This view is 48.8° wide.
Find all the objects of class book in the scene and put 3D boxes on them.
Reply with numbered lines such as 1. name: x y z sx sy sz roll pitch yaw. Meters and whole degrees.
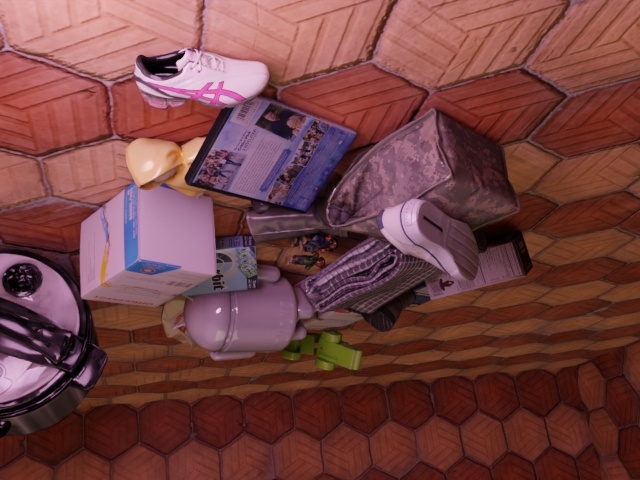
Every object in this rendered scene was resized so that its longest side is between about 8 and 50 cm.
1. book: -0.054 0.166 1.959 0.035 0.096 0.144 4 157 -33

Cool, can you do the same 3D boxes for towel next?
1. towel: 0.130 0.080 1.662 0.283 0.121 0.235 -34 163 31

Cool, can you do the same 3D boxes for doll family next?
1. doll family: 0.000 0.000 1.590 0.111 0.076 0.193 8 152 -23

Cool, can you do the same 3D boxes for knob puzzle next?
1. knob puzzle: -0.350 0.188 1.912 0.213 0.030 0.213 -15 126 -21

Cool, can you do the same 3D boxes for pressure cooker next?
1. pressure cooker: -0.681 0.216 1.530 0.369 0.376 0.420 -18 163 -21

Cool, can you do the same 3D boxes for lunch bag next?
1. lunch bag: 0.178 -0.085 1.301 0.235 0.169 0.287 16 144 -43

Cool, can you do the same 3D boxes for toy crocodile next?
1. toy crocodile: -0.018 0.323 2.194 0.340 0.115 0.105 11 -175 32

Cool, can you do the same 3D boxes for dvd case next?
1. dvd case: -0.078 -0.140 1.164 0.253 0.022 0.180 12 122 -41

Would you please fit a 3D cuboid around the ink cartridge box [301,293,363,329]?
1. ink cartridge box: 0.052 0.191 2.063 0.158 0.092 0.218 9 152 -37

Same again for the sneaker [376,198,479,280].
1. sneaker: 0.189 -0.002 1.204 0.091 0.094 0.258 0 155 39

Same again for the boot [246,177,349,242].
1. boot: -0.048 -0.058 1.443 0.208 0.076 0.190 4 144 8

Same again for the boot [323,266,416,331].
1. boot: 0.127 0.128 1.900 0.161 0.246 0.083 -47 171 -46

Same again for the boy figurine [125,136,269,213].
1. boy figurine: -0.191 -0.118 1.203 0.285 0.092 0.177 9 154 -44

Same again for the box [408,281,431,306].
1. box: 0.314 0.148 2.116 0.136 0.037 0.225 12 150 -39

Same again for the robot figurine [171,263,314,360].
1. robot figurine: -0.198 0.185 1.817 0.353 0.200 0.300 3 115 -27

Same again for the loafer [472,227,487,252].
1. loafer: 0.289 -0.017 1.605 0.095 0.109 0.302 -15 161 29

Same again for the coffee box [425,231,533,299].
1. coffee box: 0.397 0.065 1.791 0.246 0.098 0.141 -18 -178 24

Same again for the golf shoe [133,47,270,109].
1. golf shoe: -0.162 -0.226 0.968 0.186 0.068 0.086 -6 157 -3

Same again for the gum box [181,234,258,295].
1. gum box: -0.240 0.060 1.638 0.184 0.041 0.157 -5 138 -7

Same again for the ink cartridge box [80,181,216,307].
1. ink cartridge box: -0.341 0.014 1.378 0.171 0.168 0.232 14 150 -42
